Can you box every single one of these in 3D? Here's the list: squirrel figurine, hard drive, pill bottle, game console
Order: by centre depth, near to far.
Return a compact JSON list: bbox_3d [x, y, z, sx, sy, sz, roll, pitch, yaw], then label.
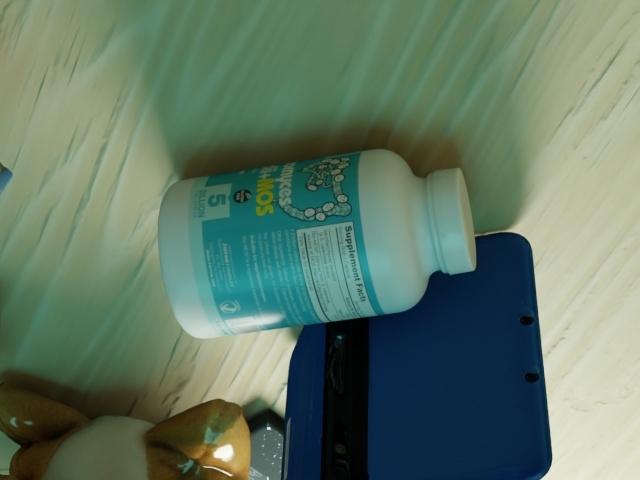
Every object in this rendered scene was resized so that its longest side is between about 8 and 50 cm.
[{"bbox_3d":[0.000,0.000,1.342,0.264,0.146,0.146,-8,133,10],"label":"pill bottle"},{"bbox_3d":[0.076,0.155,1.385,0.173,0.293,0.250,14,133,-10],"label":"game console"},{"bbox_3d":[-0.234,0.392,1.558,0.281,0.370,0.397,7,143,11],"label":"squirrel figurine"},{"bbox_3d":[-0.075,0.241,1.662,0.135,0.022,0.094,-31,125,29],"label":"hard drive"}]

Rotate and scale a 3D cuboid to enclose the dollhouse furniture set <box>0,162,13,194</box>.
[{"bbox_3d":[-0.451,-0.066,1.183,0.303,0.198,0.286,1,142,43],"label":"dollhouse furniture set"}]
